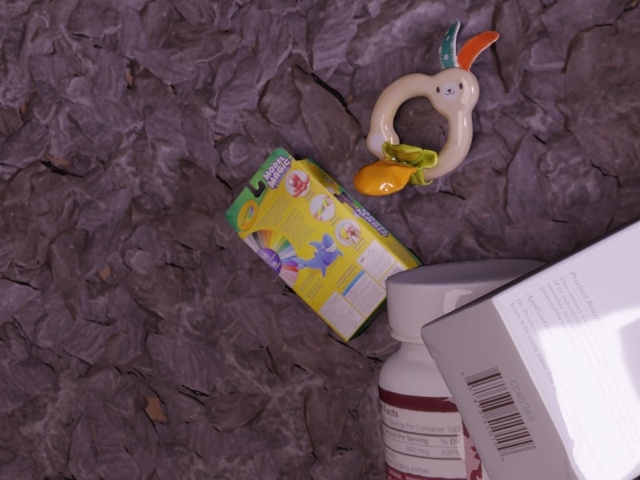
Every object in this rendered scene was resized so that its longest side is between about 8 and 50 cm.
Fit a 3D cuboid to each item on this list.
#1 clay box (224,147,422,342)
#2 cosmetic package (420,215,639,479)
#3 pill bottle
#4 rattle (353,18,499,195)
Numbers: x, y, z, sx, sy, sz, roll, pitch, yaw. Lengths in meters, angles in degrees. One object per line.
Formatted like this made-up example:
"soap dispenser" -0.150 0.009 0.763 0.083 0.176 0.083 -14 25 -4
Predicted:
"clay box" 0.000 0.000 1.698 0.222 0.053 0.127 45 112 13
"cosmetic package" 0.320 0.091 1.392 0.217 0.385 0.156 66 152 4
"pill bottle" 0.180 0.227 1.561 0.224 0.224 0.392 -2 97 24
"rattle" 0.113 -0.155 1.583 0.130 0.143 0.199 52 121 28
